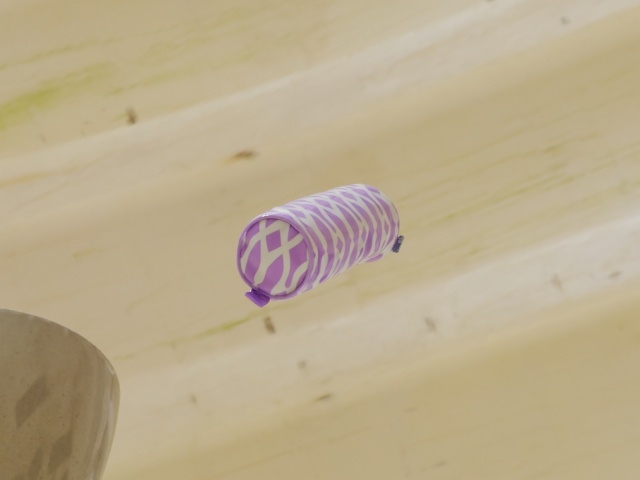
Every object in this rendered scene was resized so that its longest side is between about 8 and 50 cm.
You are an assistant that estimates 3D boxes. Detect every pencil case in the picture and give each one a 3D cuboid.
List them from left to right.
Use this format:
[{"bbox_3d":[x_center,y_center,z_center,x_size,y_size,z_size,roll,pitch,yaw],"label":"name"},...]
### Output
[{"bbox_3d":[0.000,0.000,1.261,0.086,0.088,0.206,39,-156,18],"label":"pencil case"}]

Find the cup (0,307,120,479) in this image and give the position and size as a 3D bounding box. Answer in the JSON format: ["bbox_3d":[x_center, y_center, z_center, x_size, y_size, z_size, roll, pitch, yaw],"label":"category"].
[{"bbox_3d":[-0.384,0.264,1.445,0.331,0.331,0.237,41,-150,-42],"label":"cup"}]
